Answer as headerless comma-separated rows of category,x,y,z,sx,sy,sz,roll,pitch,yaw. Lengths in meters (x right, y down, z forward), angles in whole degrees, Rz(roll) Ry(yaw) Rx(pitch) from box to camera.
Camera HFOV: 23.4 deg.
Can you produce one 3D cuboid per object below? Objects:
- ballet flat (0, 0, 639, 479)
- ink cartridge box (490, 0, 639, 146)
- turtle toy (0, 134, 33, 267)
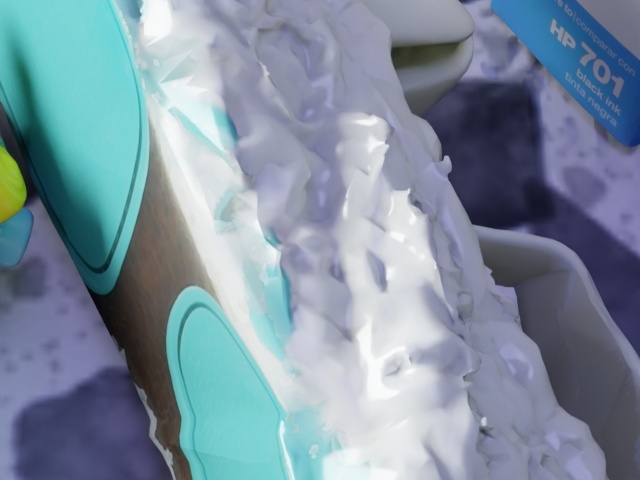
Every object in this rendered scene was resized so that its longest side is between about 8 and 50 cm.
ballet flat,0.000,0.000,0.422,0.147,0.147,0.409,-18,72,-14
ink cartridge box,0.138,-0.135,0.465,0.139,0.191,0.082,-29,66,-18
turtle toy,-0.132,-0.025,0.455,0.095,0.066,0.130,-29,67,9
